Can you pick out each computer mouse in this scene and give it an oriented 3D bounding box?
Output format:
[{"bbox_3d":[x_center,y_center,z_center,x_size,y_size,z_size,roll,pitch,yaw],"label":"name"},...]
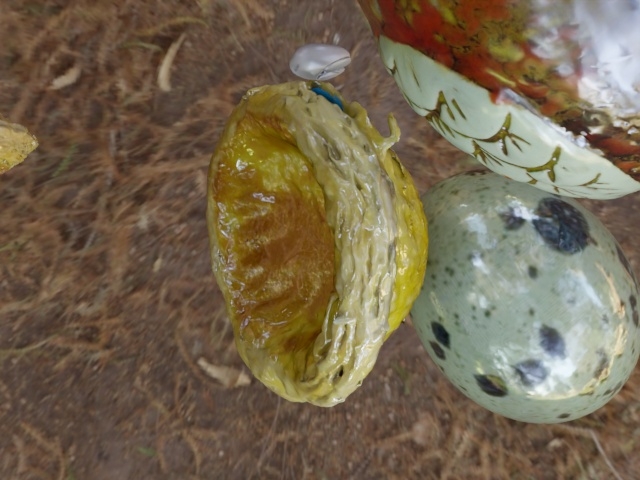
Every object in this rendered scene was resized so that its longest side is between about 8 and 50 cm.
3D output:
[{"bbox_3d":[0.000,-0.265,1.579,0.096,0.066,0.039,3,64,-26],"label":"computer mouse"}]

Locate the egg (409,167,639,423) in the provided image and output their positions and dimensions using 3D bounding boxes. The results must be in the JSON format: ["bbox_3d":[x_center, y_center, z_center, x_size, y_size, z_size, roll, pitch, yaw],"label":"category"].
[{"bbox_3d":[0.261,0.071,1.368,0.288,0.287,0.379,-33,120,3],"label":"egg"}]

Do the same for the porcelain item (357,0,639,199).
[{"bbox_3d":[0.101,-0.146,0.427,0.253,0.253,0.253,0,97,-1],"label":"porcelain item"}]

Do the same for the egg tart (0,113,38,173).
[{"bbox_3d":[-0.585,-0.145,1.501,0.352,0.352,0.150,-13,87,1],"label":"egg tart"}]

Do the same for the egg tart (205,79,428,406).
[{"bbox_3d":[0.000,0.000,1.202,0.169,0.388,0.387,-4,98,-32],"label":"egg tart"}]
